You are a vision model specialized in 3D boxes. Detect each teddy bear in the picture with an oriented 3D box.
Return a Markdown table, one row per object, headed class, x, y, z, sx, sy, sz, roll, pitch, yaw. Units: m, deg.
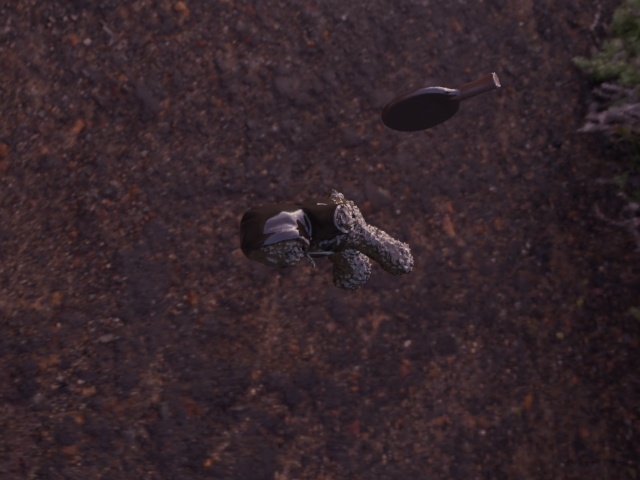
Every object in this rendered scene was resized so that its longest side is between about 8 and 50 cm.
| class | x | y | z | sx | sy | sz | roll | pitch | yaw |
| --- | --- | --- | --- | --- | --- | --- | --- | --- | --- |
| teddy bear | 0.002 | -0.008 | 0.773 | 0.160 | 0.119 | 0.078 | 13 | 71 | -41 |

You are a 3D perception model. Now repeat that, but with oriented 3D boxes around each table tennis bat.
| class | x | y | z | sx | sy | sz | roll | pitch | yaw |
| --- | --- | --- | --- | --- | --- | --- | --- | --- | --- |
| table tennis bat | 0.171 | -0.144 | 1.216 | 0.107 | 0.169 | 0.119 | 25 | 50 | -56 |
